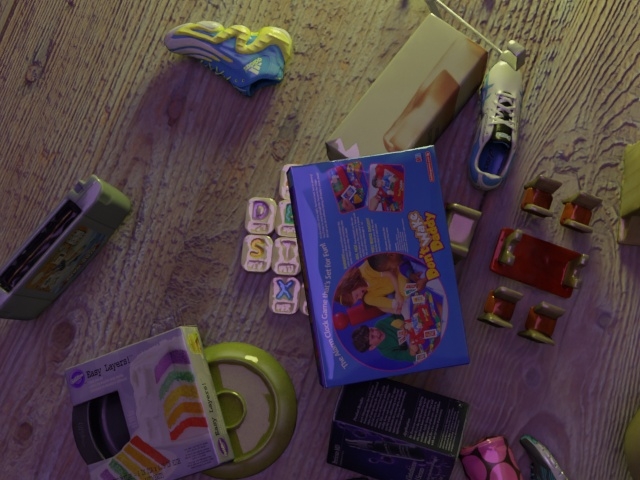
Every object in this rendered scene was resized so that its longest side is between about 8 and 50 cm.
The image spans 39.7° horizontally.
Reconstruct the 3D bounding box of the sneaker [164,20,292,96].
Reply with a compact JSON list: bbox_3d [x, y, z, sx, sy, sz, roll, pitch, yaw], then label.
[{"bbox_3d":[-0.174,-0.333,1.642,0.240,0.091,0.126,0,81,6],"label":"sneaker"}]

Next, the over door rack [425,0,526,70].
[{"bbox_3d":[0.325,-0.453,1.583,0.239,0.108,0.324,-44,58,-3],"label":"over door rack"}]

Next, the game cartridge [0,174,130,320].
[{"bbox_3d":[-0.459,0.020,1.557,0.062,0.198,0.297,40,87,12],"label":"game cartridge"}]

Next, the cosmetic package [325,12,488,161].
[{"bbox_3d":[0.151,-0.224,1.547,0.129,0.153,0.296,38,84,12],"label":"cosmetic package"}]

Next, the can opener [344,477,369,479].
[{"bbox_3d":[0.109,0.431,1.492,0.186,0.059,0.073,-11,79,5],"label":"can opener"}]

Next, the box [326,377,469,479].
[{"bbox_3d":[0.123,0.316,1.449,0.207,0.153,0.108,15,50,10],"label":"box"}]

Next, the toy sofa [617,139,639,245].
[{"bbox_3d":[0.575,-0.084,1.376,0.150,0.362,0.177,6,86,8],"label":"toy sofa"}]

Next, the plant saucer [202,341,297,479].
[{"bbox_3d":[-0.162,0.298,1.557,0.241,0.037,0.241,-1,79,6],"label":"plant saucer"}]

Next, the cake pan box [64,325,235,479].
[{"bbox_3d":[-0.303,0.300,1.532,0.267,0.070,0.245,-20,77,18],"label":"cake pan box"}]

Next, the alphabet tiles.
[{"bbox_3d":[0.000,0.000,1.599,0.284,0.021,0.278,5,80,8],"label":"alphabet tiles"}]

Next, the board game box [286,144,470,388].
[{"bbox_3d":[0.088,0.040,1.400,0.233,0.078,0.347,-8,88,-7],"label":"board game box"}]

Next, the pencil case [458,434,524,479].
[{"bbox_3d":[0.293,0.430,1.459,0.098,0.095,0.209,-29,71,47],"label":"pencil case"}]

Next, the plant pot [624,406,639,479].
[{"bbox_3d":[0.591,0.328,1.374,0.191,0.284,0.284,-28,75,38],"label":"plant pot"}]

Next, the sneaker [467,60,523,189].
[{"bbox_3d":[0.318,-0.204,1.559,0.085,0.086,0.237,13,85,-14],"label":"sneaker"}]

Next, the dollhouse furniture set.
[{"bbox_3d":[0.322,0.020,1.525,0.259,0.135,0.262,20,83,-2],"label":"dollhouse furniture set"}]

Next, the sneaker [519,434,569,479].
[{"bbox_3d":[0.372,0.404,1.467,0.076,0.065,0.166,-34,76,5],"label":"sneaker"}]
